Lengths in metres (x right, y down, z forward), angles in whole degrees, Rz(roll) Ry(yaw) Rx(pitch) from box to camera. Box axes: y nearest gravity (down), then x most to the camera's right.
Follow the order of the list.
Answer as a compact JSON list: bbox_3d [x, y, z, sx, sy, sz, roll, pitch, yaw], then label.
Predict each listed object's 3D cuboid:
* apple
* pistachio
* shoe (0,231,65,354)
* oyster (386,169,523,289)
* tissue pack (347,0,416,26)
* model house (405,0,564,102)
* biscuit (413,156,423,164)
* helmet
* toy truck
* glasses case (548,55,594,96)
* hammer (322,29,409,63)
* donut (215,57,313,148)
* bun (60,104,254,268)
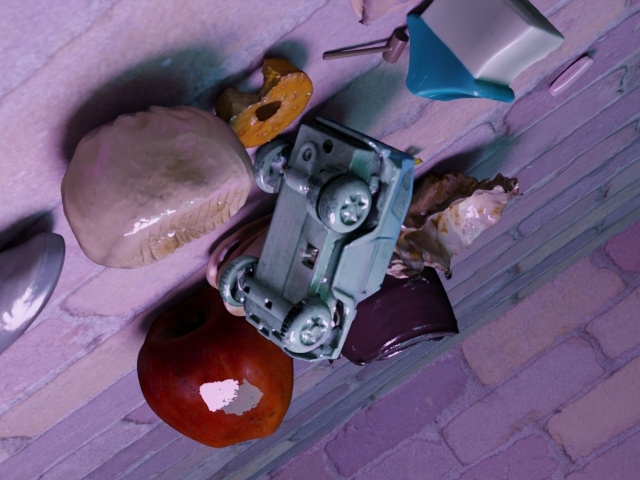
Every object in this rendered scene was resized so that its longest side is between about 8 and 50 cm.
[{"bbox_3d":[-0.149,0.182,1.296,0.234,0.234,0.234,-29,160,-12],"label":"apple"},{"bbox_3d":[-0.046,0.023,1.227,0.215,0.144,0.144,-22,158,-19],"label":"pistachio"},{"bbox_3d":[-0.363,0.078,0.929,0.100,0.103,0.251,35,101,-23],"label":"shoe"},{"bbox_3d":[0.174,-0.015,1.445,0.337,0.133,0.197,-23,136,-38],"label":"oyster"},{"bbox_3d":[0.092,-0.301,0.680,0.215,0.123,0.256,-32,162,-11],"label":"tissue pack"},{"bbox_3d":[0.167,-0.215,0.998,0.149,0.127,0.100,-47,157,26],"label":"model house"},{"bbox_3d":[0.034,-0.036,1.368,0.292,0.026,0.048,-40,167,19],"label":"biscuit"},{"bbox_3d":[0.101,0.107,1.584,0.225,0.177,0.305,-18,-177,-19],"label":"helmet"},{"bbox_3d":[0.000,0.000,1.076,0.156,0.155,0.278,3,110,-45],"label":"toy truck"},{"bbox_3d":[0.393,-0.257,1.410,0.083,0.021,0.032,-44,156,27],"label":"glasses case"},{"bbox_3d":[0.047,-0.209,0.993,0.110,0.019,0.035,-14,153,-32],"label":"hammer"},{"bbox_3d":[-0.061,-0.143,0.933,0.108,0.043,0.097,-34,160,-2],"label":"donut"},{"bbox_3d":[-0.161,-0.056,0.868,0.178,0.127,0.193,-29,171,-13],"label":"bun"}]
